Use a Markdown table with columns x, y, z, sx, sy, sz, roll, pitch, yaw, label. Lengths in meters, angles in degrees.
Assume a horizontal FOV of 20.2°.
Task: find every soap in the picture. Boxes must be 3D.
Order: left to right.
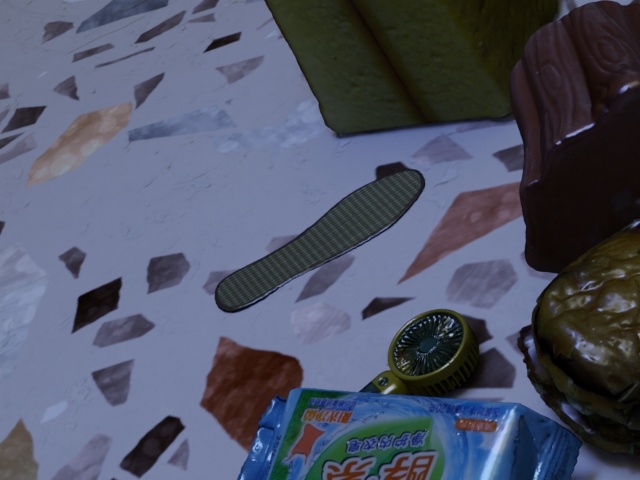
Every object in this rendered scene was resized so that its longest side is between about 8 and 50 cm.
| x | y | z | sx | sy | sz | roll | pitch | yaw | label |
| --- | --- | --- | --- | --- | --- | --- | --- | --- | --- |
| 0.059 | 0.205 | 1.495 | 0.293 | 0.077 | 0.156 | -1 | 57 | 34 | soap |

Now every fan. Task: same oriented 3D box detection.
| x | y | z | sx | sy | sz | roll | pitch | yaw | label |
| --- | --- | --- | --- | --- | --- | --- | --- | --- | --- |
| 0.076 | 0.127 | 1.626 | 0.155 | 0.039 | 0.082 | -39 | 38 | -3 | fan |

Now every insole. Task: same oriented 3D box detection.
| x | y | z | sx | sy | sz | roll | pitch | yaw | label |
| --- | --- | --- | --- | --- | --- | --- | --- | --- | --- |
| 0.000 | 0.000 | 1.855 | 0.253 | 0.005 | 0.086 | -33 | 36 | -2 | insole |

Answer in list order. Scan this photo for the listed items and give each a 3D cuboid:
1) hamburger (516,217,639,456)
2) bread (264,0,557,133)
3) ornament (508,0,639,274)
| x | y | z | sx | sy | sz | roll | pitch | yaw | label |
| --- | --- | --- | --- | --- | --- | --- | --- | --- | --- |
| 0.266 | 0.071 | 1.472 | 0.206 | 0.130 | 0.183 | -37 | 49 | 1 | hamburger |
| 0.067 | -0.307 | 1.871 | 0.233 | 0.362 | 0.245 | -3 | 47 | 33 | bread |
| 0.277 | -0.096 | 1.625 | 0.221 | 0.235 | 0.217 | -1 | 36 | -2 | ornament |
